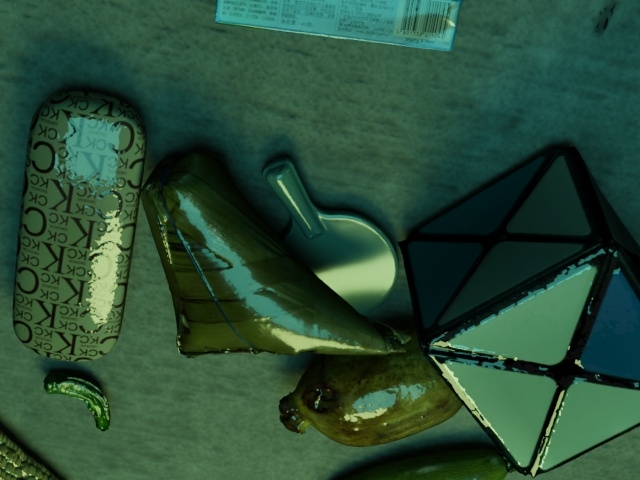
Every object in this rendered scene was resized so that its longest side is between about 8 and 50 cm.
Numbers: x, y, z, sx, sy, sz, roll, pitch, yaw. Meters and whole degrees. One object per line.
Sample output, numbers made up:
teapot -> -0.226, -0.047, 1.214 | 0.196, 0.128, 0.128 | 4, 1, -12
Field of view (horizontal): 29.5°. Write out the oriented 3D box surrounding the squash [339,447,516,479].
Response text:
squash -> 0.123, 0.335, 1.655 | 0.318, 0.071, 0.080 | -18, 119, 9

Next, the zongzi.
zongzi -> -0.053, 0.020, 1.419 | 0.289, 0.123, 0.260 | 1, 120, 20

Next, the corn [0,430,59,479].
corn -> -0.427, 0.311, 1.632 | 0.087, 0.087, 0.211 | -33, 119, 16

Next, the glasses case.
glasses case -> -0.290, -0.009, 1.450 | 0.137, 0.085, 0.355 | 8, 118, -7

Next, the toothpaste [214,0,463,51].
toothpaste -> 0.020, -0.260, 1.335 | 0.266, 0.050, 0.065 | 6, 120, -4

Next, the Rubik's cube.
Rubik's cube -> 0.264, 0.080, 1.417 | 0.246, 0.248, 0.250 | -32, 116, 15

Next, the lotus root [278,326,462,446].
lotus root -> 0.067, 0.191, 1.544 | 0.260, 0.128, 0.145 | -15, 128, 9

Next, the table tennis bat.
table tennis bat -> 0.000, 0.000, 1.488 | 0.153, 0.040, 0.244 | -23, 120, 16

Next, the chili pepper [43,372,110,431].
chili pepper -> -0.310, 0.205, 1.603 | 0.055, 0.035, 0.118 | -27, 126, 27
